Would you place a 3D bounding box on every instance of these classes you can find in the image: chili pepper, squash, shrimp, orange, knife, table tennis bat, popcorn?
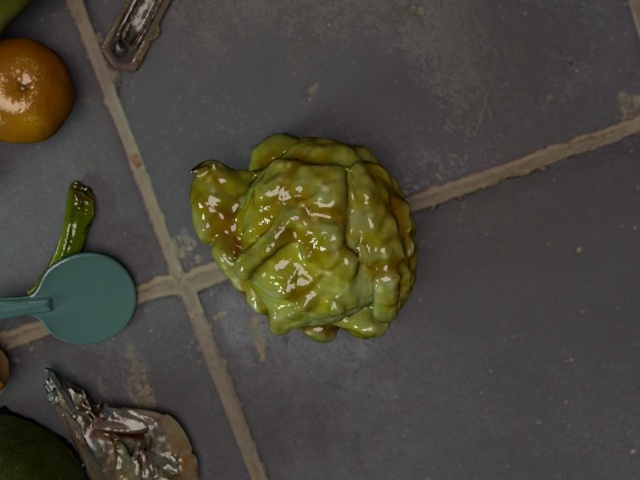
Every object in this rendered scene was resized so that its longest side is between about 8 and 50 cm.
[{"bbox_3d":[-0.394,0.009,1.710,0.052,0.050,0.202,21,97,-38],"label":"chili pepper"},{"bbox_3d":[-0.516,0.441,1.638,0.310,0.309,0.310,0,99,0],"label":"squash"},{"bbox_3d":[-0.312,0.308,1.746,0.164,0.062,0.317,-37,101,1],"label":"shrimp"},{"bbox_3d":[-0.443,-0.218,1.630,0.159,0.136,0.159,0,89,-17],"label":"orange"},{"bbox_3d":[-0.218,-0.414,1.650,0.089,0.043,0.365,31,97,-3],"label":"knife"},{"bbox_3d":[-0.400,0.094,1.694,0.237,0.038,0.149,-7,110,-19],"label":"table tennis bat"},{"bbox_3d":[-0.004,-0.007,1.589,0.279,0.274,0.335,-5,130,40],"label":"popcorn"}]

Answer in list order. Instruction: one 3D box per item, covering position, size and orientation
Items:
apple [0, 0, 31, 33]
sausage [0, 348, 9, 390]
[{"bbox_3d":[-0.568,-0.433,1.529,0.360,0.320,0.311,48,135,5],"label":"apple"},{"bbox_3d":[-0.651,0.254,1.709,0.354,0.116,0.134,-28,112,7],"label":"sausage"}]
